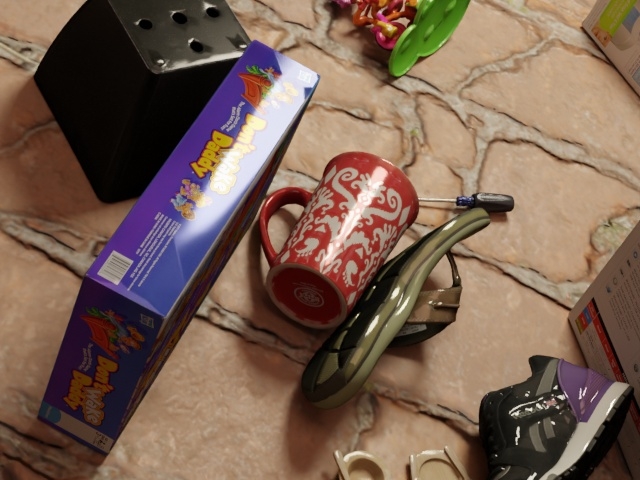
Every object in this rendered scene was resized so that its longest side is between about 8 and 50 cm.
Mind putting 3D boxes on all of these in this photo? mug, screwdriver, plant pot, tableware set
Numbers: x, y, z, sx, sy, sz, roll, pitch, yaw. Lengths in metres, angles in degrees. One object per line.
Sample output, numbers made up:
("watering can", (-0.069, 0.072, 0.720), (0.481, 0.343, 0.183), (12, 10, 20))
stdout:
("mug", (0.007, 0.007, 1.636), (0.113, 0.150, 0.169), (54, 45, -24))
("screwdriver", (0.141, -0.043, 1.773), (0.170, 0.024, 0.025), (0, 26, -21))
("plant pot", (-0.168, -0.176, 1.650), (0.187, 0.167, 0.188), (-15, 62, -31))
("tableware set", (0.087, 0.263, 1.510), (0.168, 0.020, 0.141), (-2, 55, -24))

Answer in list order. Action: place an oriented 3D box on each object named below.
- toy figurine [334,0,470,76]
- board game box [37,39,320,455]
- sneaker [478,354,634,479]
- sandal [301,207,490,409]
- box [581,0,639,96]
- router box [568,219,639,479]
("toy figurine", (0.076, -0.301, 1.911), (0.159, 0.130, 0.173), (32, 72, 21))
("board game box", (-0.131, 0.002, 1.480), (0.078, 0.233, 0.347), (29, 49, 1))
("sneaker", (0.195, 0.216, 1.555), (0.124, 0.107, 0.283), (27, 40, 22))
("sandal", (0.086, 0.077, 1.608), (0.086, 0.120, 0.303), (45, 55, -8))
("box", (0.450, -0.250, 2.004), (0.103, 0.114, 0.203), (-20, 65, -33))
("router box", (0.396, 0.128, 1.559), (0.082, 0.301, 0.335), (-2, 55, -23))
